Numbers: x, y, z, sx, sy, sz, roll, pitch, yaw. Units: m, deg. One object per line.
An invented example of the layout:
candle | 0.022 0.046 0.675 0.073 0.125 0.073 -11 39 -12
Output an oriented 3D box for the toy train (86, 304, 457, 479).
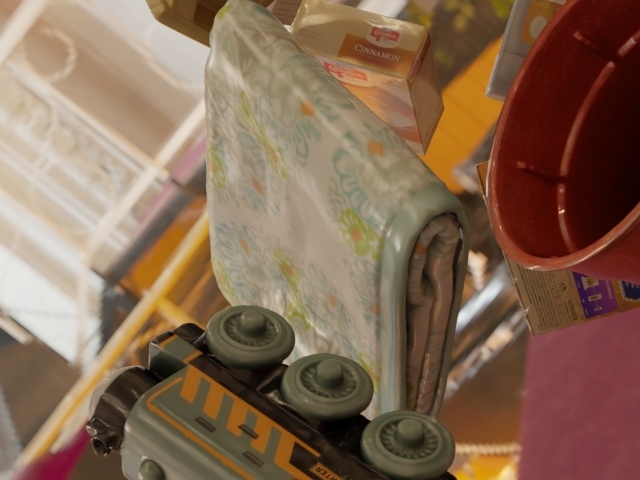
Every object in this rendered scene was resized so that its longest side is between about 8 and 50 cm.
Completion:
toy train | -0.036 0.181 1.259 0.190 0.334 0.142 -30 -39 -41

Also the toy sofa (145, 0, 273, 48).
toy sofa | -0.030 -0.360 1.494 0.362 0.177 0.150 -38 -27 19

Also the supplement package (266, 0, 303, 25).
supplement package | -0.053 -0.422 2.049 0.244 0.134 0.139 -66 -16 14

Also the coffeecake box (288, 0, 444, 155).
coffeecake box | 0.050 -0.177 1.686 0.185 0.142 0.068 67 -136 -65

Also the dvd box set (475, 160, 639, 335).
dvd box set | 0.418 -0.041 1.830 0.420 0.308 0.062 -17 52 9

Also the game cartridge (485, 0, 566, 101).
game cartridge | 0.341 -0.292 1.921 0.062 0.198 0.297 -38 -36 -80

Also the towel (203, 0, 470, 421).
towel | 0.000 0.000 1.469 0.090 0.320 0.374 -29 -34 -26

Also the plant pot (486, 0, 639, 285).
plant pot | 0.323 -0.058 1.266 0.272 0.265 0.272 -46 32 40
